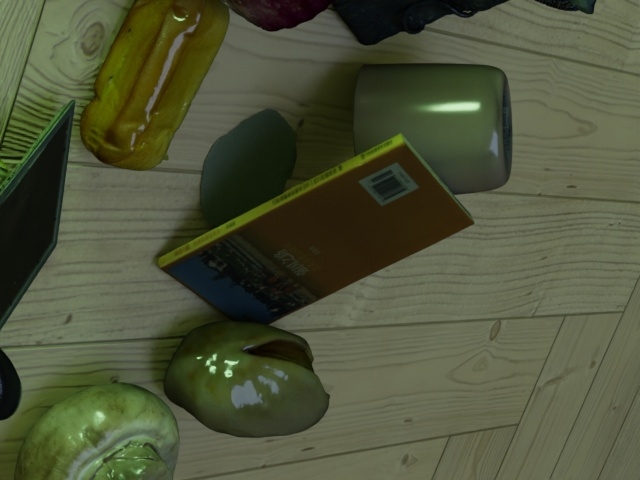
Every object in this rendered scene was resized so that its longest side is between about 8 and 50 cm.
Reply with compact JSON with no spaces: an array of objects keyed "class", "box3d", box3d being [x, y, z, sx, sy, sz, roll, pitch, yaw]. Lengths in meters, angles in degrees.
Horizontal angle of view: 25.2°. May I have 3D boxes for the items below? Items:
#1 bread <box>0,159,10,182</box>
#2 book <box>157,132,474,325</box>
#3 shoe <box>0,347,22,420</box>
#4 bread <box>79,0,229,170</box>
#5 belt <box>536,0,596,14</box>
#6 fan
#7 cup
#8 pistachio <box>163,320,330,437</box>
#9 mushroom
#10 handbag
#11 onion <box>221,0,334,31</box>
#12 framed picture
[{"class":"bread","box3d":[-0.445,-0.059,1.465,0.186,0.124,0.257,-57,145,-14]},{"class":"book","box3d":[0.000,0.000,1.954,0.374,0.028,0.262,-26,149,14]},{"class":"shoe","box3d":[-0.432,0.163,1.626,0.291,0.137,0.114,20,100,-56]},{"class":"bread","box3d":[-0.197,-0.200,1.679,0.094,0.102,0.245,14,106,-61]},{"class":"belt","box3d":[0.267,-0.428,1.927,0.122,0.260,0.325,-55,155,-3]},{"class":"fan","box3d":[-0.084,-0.043,2.005,0.182,0.010,0.310,-39,138,-24]},{"class":"cup","box3d":[0.168,-0.140,2.024,0.253,0.200,0.191,64,28,-62]},{"class":"pistachio","box3d":[-0.104,0.206,2.042,0.197,0.166,0.288,-28,151,23]},{"class":"mushroom","box3d":[-0.285,0.309,1.883,0.255,0.184,0.255,-42,142,-45]},{"class":"handbag","box3d":[0.135,-0.337,1.888,0.175,0.270,0.089,36,47,-52]},{"class":"onion","box3d":[-0.047,-0.370,1.605,0.272,0.230,0.256,-8,121,-52]},{"class":"framed picture","box3d":[-0.334,-0.008,1.584,0.273,0.016,0.216,-69,175,-56]}]
